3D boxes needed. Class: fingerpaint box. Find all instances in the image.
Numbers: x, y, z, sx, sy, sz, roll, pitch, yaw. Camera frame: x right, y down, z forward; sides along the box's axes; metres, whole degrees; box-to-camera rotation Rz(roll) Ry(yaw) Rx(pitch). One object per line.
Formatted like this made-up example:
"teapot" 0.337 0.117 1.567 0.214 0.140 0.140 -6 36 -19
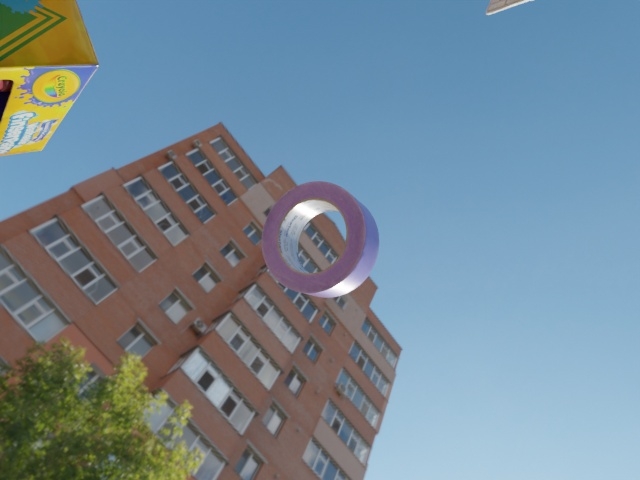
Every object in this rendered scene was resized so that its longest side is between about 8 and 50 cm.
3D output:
"fingerpaint box" -0.637 -0.256 0.812 0.444 0.371 0.163 -15 -85 48

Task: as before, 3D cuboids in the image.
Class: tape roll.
"tape roll" 0.000 0.000 0.834 0.189 0.080 0.189 -5 -102 22

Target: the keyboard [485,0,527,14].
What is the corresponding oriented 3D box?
"keyboard" 0.287 -0.401 0.638 0.072 0.256 0.014 8 -23 47
